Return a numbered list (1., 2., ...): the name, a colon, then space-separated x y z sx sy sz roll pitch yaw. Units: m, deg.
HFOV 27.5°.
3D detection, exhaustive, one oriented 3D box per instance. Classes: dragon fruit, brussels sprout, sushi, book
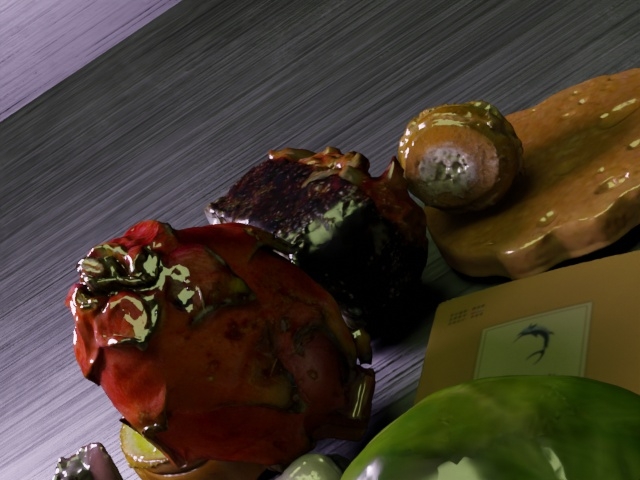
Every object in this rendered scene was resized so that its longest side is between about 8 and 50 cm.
1. dragon fruit: -0.099 0.104 1.302 0.315 0.250 0.250 2 19 -20
2. brussels sprout: 0.131 0.270 0.862 0.289 0.281 0.354 -1 58 0
3. sushi: 0.000 0.000 1.535 0.182 0.196 0.343 -34 22 -14
4. book: 0.196 0.163 1.222 0.269 0.032 0.389 -16 33 30

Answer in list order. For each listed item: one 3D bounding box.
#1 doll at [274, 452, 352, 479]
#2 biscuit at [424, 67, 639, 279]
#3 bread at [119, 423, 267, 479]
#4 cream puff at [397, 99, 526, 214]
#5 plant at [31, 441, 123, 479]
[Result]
1. doll: -0.034 0.279 1.225 0.192 0.095 0.149 -40 30 -16
2. biscuit: 0.277 -0.076 1.482 0.351 0.057 0.312 -25 29 23
3. bread: -0.121 0.193 1.482 0.236 0.070 0.236 -26 28 15
4. cream puff: 0.156 -0.096 1.465 0.144 0.126 0.103 -15 16 22
5. plant: -0.226 0.320 1.277 0.234 0.204 0.178 -52 33 -17
